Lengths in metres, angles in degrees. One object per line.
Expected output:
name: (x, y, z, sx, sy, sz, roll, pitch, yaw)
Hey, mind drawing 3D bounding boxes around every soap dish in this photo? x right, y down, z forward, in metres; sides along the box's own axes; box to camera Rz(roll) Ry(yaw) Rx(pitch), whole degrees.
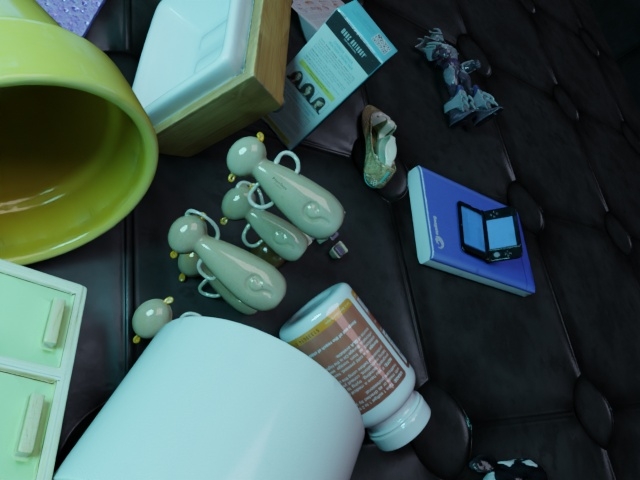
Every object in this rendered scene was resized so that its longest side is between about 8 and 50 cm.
soap dish: (-0.149, -0.270, 0.768, 0.118, 0.229, 0.290, 35, 46, -42)

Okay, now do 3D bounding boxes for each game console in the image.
game console: (0.337, -0.024, 1.072, 0.071, 0.107, 0.122, 49, 38, -50)

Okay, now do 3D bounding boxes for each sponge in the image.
sponge: (-0.367, -0.372, 0.768, 0.117, 0.031, 0.210, 27, 51, -25)

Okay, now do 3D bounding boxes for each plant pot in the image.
plant pot: (-0.327, -0.137, 0.538, 0.254, 0.254, 0.239, -10, 57, -43)

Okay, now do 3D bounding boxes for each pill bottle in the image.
pill bottle: (0.051, 0.175, 0.743, 0.216, 0.121, 0.121, 53, 45, -3)

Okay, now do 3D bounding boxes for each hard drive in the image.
hard drive: (0.321, -0.014, 1.130, 0.319, 0.040, 0.210, 17, 57, -32)

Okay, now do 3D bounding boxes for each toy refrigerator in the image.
toy refrigerator: (-0.279, 0.148, 0.450, 0.102, 0.094, 0.269, 27, 35, -34)

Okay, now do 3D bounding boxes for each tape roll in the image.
tape roll: (-0.097, 0.215, 0.511, 0.246, 0.246, 0.169, 41, 46, -14)

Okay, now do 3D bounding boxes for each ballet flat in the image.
ballet flat: (0.121, -0.195, 1.048, 0.073, 0.067, 0.206, 18, 56, -31)

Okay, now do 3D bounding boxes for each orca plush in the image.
orca plush: (0.284, 0.404, 0.820, 0.287, 0.102, 0.151, 8, 62, -37)

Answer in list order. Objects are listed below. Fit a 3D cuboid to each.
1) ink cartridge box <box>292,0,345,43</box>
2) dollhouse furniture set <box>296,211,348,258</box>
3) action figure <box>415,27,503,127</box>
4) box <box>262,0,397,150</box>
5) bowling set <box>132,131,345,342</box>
ink cartridge box: (0.023, -0.447, 1.137, 0.225, 0.056, 0.181, 44, 43, 14)
dollhouse furniture set: (0.000, 0.000, 0.826, 0.091, 0.081, 0.114, 52, 45, -4)
action figure: (0.334, -0.414, 1.331, 0.185, 0.099, 0.285, -4, 66, -36)
box: (-0.001, -0.252, 0.853, 0.100, 0.244, 0.060, 49, 46, -7)
bowling set: (-0.116, 0.015, 0.693, 0.154, 0.200, 0.287, 38, 90, -11)
